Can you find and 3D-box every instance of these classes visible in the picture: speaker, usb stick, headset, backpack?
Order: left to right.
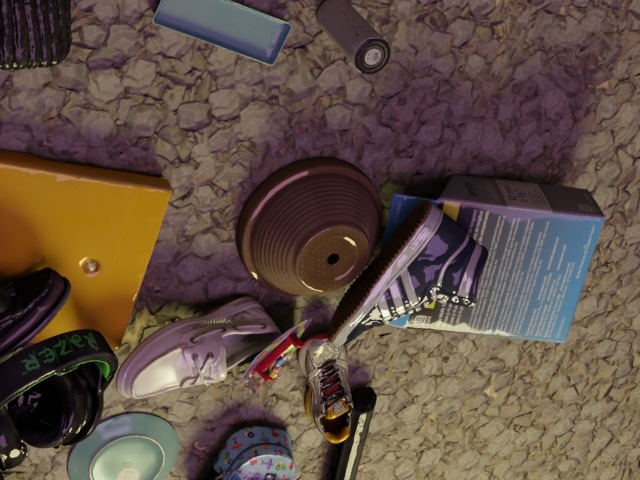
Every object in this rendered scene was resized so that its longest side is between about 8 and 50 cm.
[{"bbox_3d":[-0.421,0.281,1.614,0.243,0.185,0.394,-20,158,-44],"label":"headset"},{"bbox_3d":[-0.111,0.410,1.921,0.158,0.117,0.173,18,109,-34],"label":"backpack"},{"bbox_3d":[0.053,0.386,2.010,0.045,0.077,0.278,13,119,1],"label":"usb stick"},{"bbox_3d":[0.043,-0.282,1.527,0.055,0.136,0.055,-15,130,-18],"label":"speaker"}]

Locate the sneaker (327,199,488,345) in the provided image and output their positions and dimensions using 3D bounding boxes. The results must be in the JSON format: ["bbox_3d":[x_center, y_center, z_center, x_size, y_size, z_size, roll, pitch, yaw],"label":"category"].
[{"bbox_3d":[0.141,0.086,1.738,0.153,0.099,0.282,32,112,-14],"label":"sneaker"}]

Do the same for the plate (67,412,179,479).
[{"bbox_3d":[-0.322,0.365,1.849,0.188,0.024,0.188,-13,125,-19],"label":"plate"}]

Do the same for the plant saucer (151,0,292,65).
[{"bbox_3d":[-0.132,-0.296,1.510,0.192,0.018,0.067,15,113,-31],"label":"plant saucer"}]

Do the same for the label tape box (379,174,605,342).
[{"bbox_3d":[0.258,0.026,1.834,0.348,0.115,0.249,7,119,-7],"label":"label tape box"}]

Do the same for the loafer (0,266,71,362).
[{"bbox_3d":[-0.481,0.125,1.513,0.302,0.109,0.095,-35,123,5],"label":"loafer"}]

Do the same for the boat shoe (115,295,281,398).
[{"bbox_3d":[-0.176,0.172,1.691,0.277,0.096,0.098,-27,139,-34],"label":"boat shoe"}]

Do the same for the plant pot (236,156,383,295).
[{"bbox_3d":[0.000,0.000,1.709,0.237,0.110,0.237,-12,124,-19],"label":"plant pot"}]

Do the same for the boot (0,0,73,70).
[{"bbox_3d":[-0.435,-0.331,1.270,0.348,0.131,0.260,4,119,-28],"label":"boot"}]

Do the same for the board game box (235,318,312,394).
[{"bbox_3d":[-0.065,0.192,1.789,0.133,0.033,0.168,-33,165,-35],"label":"board game box"}]

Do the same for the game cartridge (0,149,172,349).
[{"bbox_3d":[-0.401,0.016,1.571,0.324,0.052,0.285,10,116,-27],"label":"game cartridge"}]

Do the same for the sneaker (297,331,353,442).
[{"bbox_3d":[0.021,0.246,1.890,0.088,0.092,0.225,-18,126,-14],"label":"sneaker"}]

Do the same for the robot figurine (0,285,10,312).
[{"bbox_3d":[-0.541,0.064,1.405,0.278,0.209,0.173,14,125,7],"label":"robot figurine"}]
